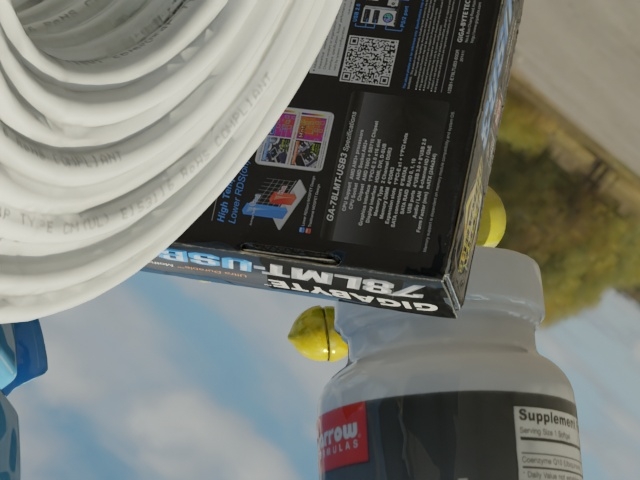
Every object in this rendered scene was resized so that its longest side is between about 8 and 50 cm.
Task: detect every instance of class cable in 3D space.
[{"bbox_3d":[-0.070,-0.103,0.368,0.089,0.257,0.257,25,-179,25],"label":"cable"}]

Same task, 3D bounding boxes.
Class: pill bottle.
[{"bbox_3d":[0.103,0.202,1.142,0.210,0.210,0.363,26,-123,-57],"label":"pill bottle"}]

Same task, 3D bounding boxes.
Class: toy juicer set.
[{"bbox_3d":[0.000,0.000,1.355,0.329,0.209,0.089,23,-159,23],"label":"toy juicer set"}]

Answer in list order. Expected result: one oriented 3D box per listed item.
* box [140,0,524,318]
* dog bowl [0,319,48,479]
[{"bbox_3d":[-0.041,-0.124,0.794,0.293,0.295,0.073,7,162,16],"label":"box"},{"bbox_3d":[-0.224,0.071,0.832,0.297,0.074,0.166,-108,-7,-53],"label":"dog bowl"}]
